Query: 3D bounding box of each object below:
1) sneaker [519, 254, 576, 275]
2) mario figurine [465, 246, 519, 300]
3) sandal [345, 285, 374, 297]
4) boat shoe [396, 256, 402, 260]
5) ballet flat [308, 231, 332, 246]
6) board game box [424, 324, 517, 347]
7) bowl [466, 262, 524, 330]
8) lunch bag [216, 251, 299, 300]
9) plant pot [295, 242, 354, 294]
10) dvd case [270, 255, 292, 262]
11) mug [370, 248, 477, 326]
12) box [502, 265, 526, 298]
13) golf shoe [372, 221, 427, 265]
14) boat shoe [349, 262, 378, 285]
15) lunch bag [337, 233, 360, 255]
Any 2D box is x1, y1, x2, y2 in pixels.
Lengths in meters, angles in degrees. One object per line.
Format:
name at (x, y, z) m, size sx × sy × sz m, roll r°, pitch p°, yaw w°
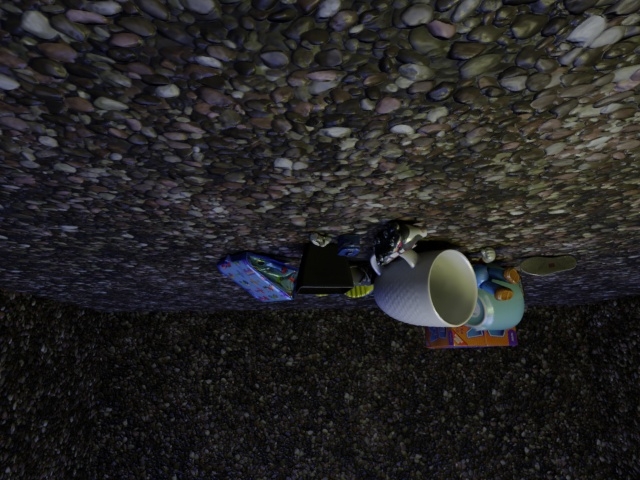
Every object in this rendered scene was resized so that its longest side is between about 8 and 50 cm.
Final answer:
sneaker at (0.957, 0.116, 1.912) m, size 0.222 × 0.083 × 0.118 m, roll -4°, pitch 166°, yaw 6°
mario figurine at (0.581, 0.131, 1.734) m, size 0.198 × 0.170 × 0.321 m, roll -36°, pitch -154°, yaw -23°
sandal at (0.121, 0.220, 2.199) m, size 0.318 × 0.126 × 0.138 m, roll 0°, pitch 171°, yaw 31°
boat shoe at (0.329, 0.111, 1.899) m, size 0.065 × 0.083 × 0.183 m, roll -1°, pitch 138°, yaw -2°
ballet flat at (0.000, 0.000, 1.479) m, size 0.041 × 0.041 × 0.114 m, roll -12°, pitch 162°, yaw 36°
board game box at (0.804, 0.406, 2.466) m, size 0.357 × 0.355 × 0.356 m, roll 2°, pitch 165°, yaw -10°
bowl at (0.694, 0.263, 1.939) m, size 0.163 × 0.311 × 0.312 m, roll -16°, pitch 174°, yaw -29°
lunch bag at (-0.265, 0.134, 1.802) m, size 0.293 × 0.138 × 0.221 m, roll 31°, pitch 152°, yaw -34°
plant pot at (0.009, 0.104, 1.630) m, size 0.188 × 0.166 × 0.188 m, roll 2°, pitch 164°, yaw -9°
dvd case at (-0.186, 0.085, 1.839) m, size 0.087 × 0.013 × 0.120 m, roll 11°, pitch 162°, yaw -39°
mug at (0.341, 0.151, 1.675) m, size 0.374 × 0.276 × 0.328 m, roll 47°, pitch 149°, yaw -22°
box at (0.861, 0.224, 2.159) m, size 0.142 × 0.163 × 0.247 m, roll -4°, pitch 166°, yaw -2°
golf shoe at (0.247, 0.017, 1.450) m, size 0.120 × 0.105 × 0.273 m, roll -5°, pitch 167°, yaw -12°
boat shoe at (0.186, 0.146, 1.928) m, size 0.091 × 0.109 × 0.305 m, roll -14°, pitch 166°, yaw 39°
lunch bag at (0.097, 0.020, 1.511) m, size 0.067 × 0.065 × 0.098 m, roll 1°, pitch 166°, yaw -10°
